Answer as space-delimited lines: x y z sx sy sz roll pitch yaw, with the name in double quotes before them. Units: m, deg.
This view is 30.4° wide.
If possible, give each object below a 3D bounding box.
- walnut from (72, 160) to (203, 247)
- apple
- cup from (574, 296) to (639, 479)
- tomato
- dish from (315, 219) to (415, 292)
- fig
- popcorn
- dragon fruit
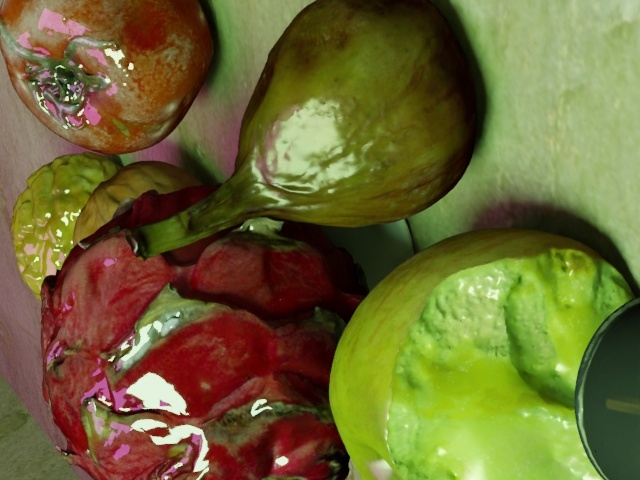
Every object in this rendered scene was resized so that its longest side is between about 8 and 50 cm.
"walnut" -0.201 0.010 1.441 0.221 0.195 0.195 53 154 13
"apple" 0.129 0.118 0.912 0.246 0.226 0.246 50 154 35
"cup" 0.264 0.081 0.741 0.176 0.169 0.223 172 104 -71
"tomato" -0.220 -0.214 1.243 0.232 0.188 0.232 12 129 16
"dish" 0.000 0.000 1.195 0.229 0.081 0.229 42 150 31
"fig" -0.024 -0.089 0.936 0.190 0.290 0.190 163 90 -87
"popcorn" -0.326 -0.010 1.668 0.203 0.226 0.200 9 154 21
"dragon fruit" -0.096 0.106 1.055 0.329 0.329 0.329 42 150 32
